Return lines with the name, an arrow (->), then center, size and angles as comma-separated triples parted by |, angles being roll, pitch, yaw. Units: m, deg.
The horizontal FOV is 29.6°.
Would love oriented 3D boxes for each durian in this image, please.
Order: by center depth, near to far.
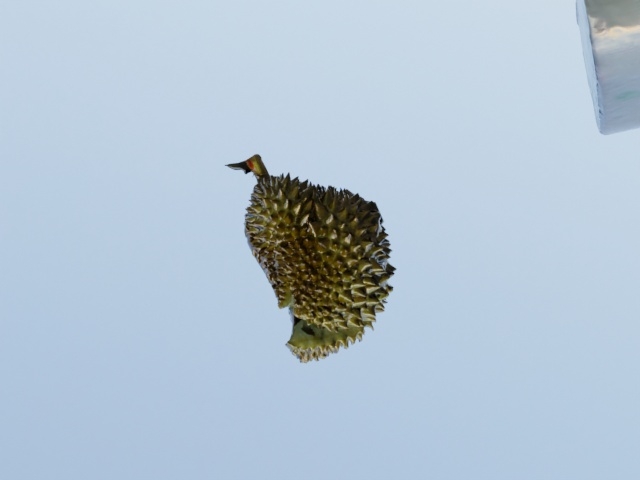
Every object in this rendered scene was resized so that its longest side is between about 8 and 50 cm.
durian -> 0.000, 0.000, 1.259 | 0.193, 0.138, 0.237 | 58, -171, -73

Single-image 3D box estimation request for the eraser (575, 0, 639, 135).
eraser -> 0.261, -0.131, 0.674 | 0.227, 0.174, 0.081 | -12, -108, 12
